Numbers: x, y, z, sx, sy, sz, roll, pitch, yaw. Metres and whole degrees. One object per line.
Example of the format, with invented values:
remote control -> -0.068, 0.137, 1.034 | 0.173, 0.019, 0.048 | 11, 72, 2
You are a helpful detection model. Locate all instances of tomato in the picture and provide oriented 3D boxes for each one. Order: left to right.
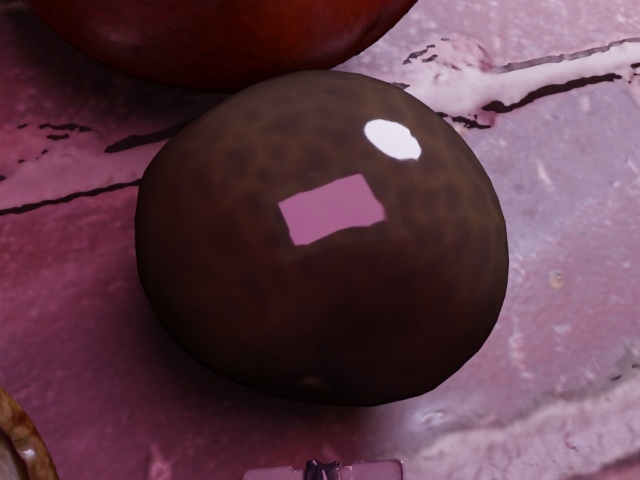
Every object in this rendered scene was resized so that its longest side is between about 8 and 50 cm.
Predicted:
tomato -> -0.056, -0.215, 0.978 | 0.335, 0.176, 0.290 | -33, 54, -30

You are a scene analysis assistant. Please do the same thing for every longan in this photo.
longan -> 0.000, 0.000, 0.859 | 0.212, 0.198, 0.198 | -9, 64, -15

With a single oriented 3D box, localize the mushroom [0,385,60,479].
mushroom -> -0.224, 0.147, 0.684 | 0.267, 0.254, 0.267 | 37, 32, -28

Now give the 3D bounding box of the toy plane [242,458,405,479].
toy plane -> 0.002, 0.212, 0.798 | 0.160, 0.082, 0.234 | -5, 58, 10
